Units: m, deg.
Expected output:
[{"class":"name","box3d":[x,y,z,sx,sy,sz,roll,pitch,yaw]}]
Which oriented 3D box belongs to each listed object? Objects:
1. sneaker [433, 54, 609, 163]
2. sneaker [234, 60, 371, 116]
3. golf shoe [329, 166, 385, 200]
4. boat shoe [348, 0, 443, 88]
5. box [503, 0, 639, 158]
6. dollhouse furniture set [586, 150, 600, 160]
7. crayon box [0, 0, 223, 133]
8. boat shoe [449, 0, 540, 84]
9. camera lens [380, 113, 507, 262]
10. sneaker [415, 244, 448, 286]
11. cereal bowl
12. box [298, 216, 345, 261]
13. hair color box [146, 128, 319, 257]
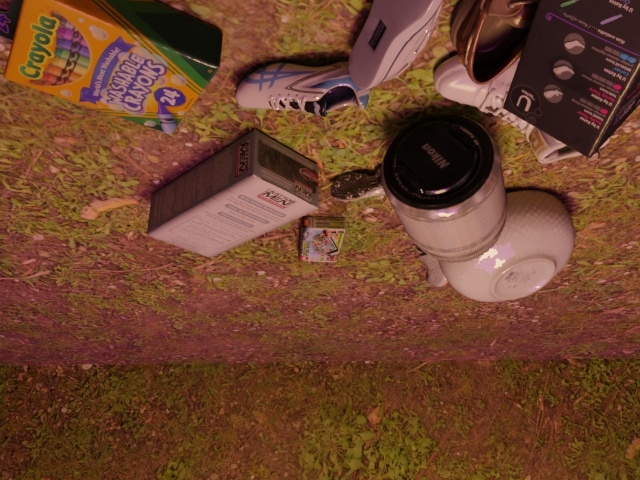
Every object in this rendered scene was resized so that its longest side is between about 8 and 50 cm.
[{"class":"sneaker","box3d":[0.337,-0.217,0.950,0.292,0.169,0.108,2,156,-3]},{"class":"sneaker","box3d":[-0.033,-0.249,0.970,0.237,0.086,0.085,-4,156,10]},{"class":"golf shoe","box3d":[0.110,-0.115,1.278,0.176,0.069,0.086,-10,159,21]},{"class":"boat shoe","box3d":[0.126,-0.323,0.834,0.084,0.095,0.258,-20,168,-30]},{"class":"box","box3d":[0.356,-0.266,0.700,0.143,0.165,0.270,39,153,23]},{"class":"dollhouse furniture set","box3d":[0.514,-0.222,1.059,0.081,0.091,0.114,-24,146,12]},{"class":"crayon box","box3d":[-0.339,-0.292,0.874,0.322,0.083,0.203,16,150,-30]},{"class":"boat shoe","box3d":[0.273,-0.335,0.758,0.122,0.117,0.324,3,154,-7]},{"class":"camera lens","box3d":[0.250,-0.096,1.137,0.219,0.220,0.274,-9,153,18]},{"class":"sneaker","box3d":[0.313,0.040,1.589,0.120,0.099,0.263,8,146,-1]},{"class":"cereal bowl","box3d":[0.472,0.045,1.418,0.338,0.141,0.339,-9,140,-8]},{"class":"box","box3d":[0.000,0.000,1.545,0.113,0.036,0.207,2,154,-4]},{"class":"hair color box","box3d":[-0.200,-0.087,1.271,0.374,0.114,0.185,-22,148,38]}]
